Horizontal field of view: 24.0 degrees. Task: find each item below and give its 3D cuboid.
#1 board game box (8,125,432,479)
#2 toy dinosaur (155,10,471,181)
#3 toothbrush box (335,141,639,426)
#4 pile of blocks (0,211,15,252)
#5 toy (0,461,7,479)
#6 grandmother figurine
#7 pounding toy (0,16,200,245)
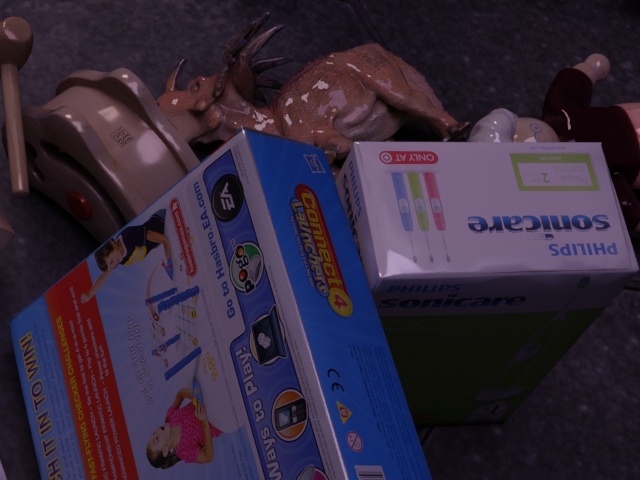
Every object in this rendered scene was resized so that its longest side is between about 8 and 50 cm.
[{"bbox_3d":[-0.084,0.129,1.097,0.086,0.302,0.308,10,55,-45],"label":"board game box"},{"bbox_3d":[0.009,-0.130,1.388,0.295,0.127,0.200,-16,60,-30],"label":"toy dinosaur"},{"bbox_3d":[0.095,0.044,1.212,0.206,0.283,0.122,-1,62,-17],"label":"toothbrush box"},{"bbox_3d":[-0.414,-0.074,1.249,0.362,0.149,0.113,41,101,19],"label":"pile of blocks"},{"bbox_3d":[-0.336,0.123,1.161,0.136,0.056,0.237,7,45,-42],"label":"toy"},{"bbox_3d":[0.291,-0.096,1.464,0.342,0.104,0.208,-7,55,-23],"label":"grandmother figurine"},{"bbox_3d":[-0.211,-0.049,1.266,0.155,0.154,0.269,-40,97,-31],"label":"pounding toy"}]
